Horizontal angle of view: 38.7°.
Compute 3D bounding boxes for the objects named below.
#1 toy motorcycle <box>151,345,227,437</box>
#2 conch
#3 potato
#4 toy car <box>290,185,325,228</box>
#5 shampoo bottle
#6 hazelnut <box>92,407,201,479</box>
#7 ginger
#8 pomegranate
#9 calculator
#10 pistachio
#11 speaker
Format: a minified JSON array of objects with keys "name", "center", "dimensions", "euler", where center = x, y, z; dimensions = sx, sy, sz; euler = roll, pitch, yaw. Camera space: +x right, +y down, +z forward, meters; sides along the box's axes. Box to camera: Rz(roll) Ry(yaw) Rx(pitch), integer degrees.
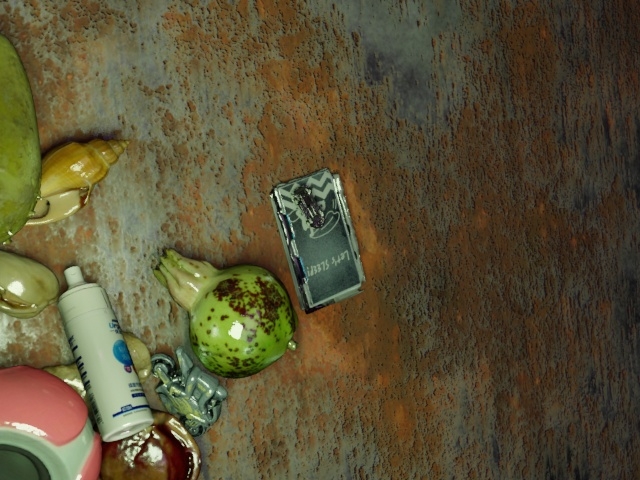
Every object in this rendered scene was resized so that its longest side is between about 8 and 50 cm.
[{"name":"toy motorcycle","center":[-0.235,0.280,1.686],"dimensions":[0.061,0.124,0.193],"euler":[-69,140,-63]},{"name":"conch","center":[-0.470,-0.089,1.562],"dimensions":[0.330,0.093,0.109],"euler":[-30,125,-6]},{"name":"potato","center":[-0.575,-0.162,1.416],"dimensions":[0.270,0.219,0.359],"euler":[-2,80,-17]},{"name":"toy car","center":[-0.024,-0.064,1.816],"dimensions":[0.041,0.025,0.093],"euler":[-35,105,-25]},{"name":"shampoo bottle","center":[-0.374,0.183,1.546],"dimensions":[0.092,0.092,0.303],"euler":[-13,69,-30]},{"name":"hazelnut","center":[-0.320,0.381,1.609],"dimensions":[0.202,0.161,0.170],"euler":[11,81,-38]},{"name":"ginger","center":[-0.404,0.243,1.606],"dimensions":[0.213,0.074,0.137],"euler":[-30,87,-30]},{"name":"pomegranate","center":[-0.164,0.112,1.671],"dimensions":[0.204,0.222,0.276],"euler":[-28,89,-7]},{"name":"calculator","center":[0.000,0.000,1.865],"dimensions":[0.166,0.028,0.274],"euler":[-21,102,-29]},{"name":"pistachio","center":[-0.511,0.069,1.526],"dimensions":[0.149,0.113,0.113],"euler":[39,72,-18]},{"name":"speaker","center":[-0.493,0.348,1.446],"dimensions":[0.294,0.294,0.294],"euler":[-1,92,-31]}]
